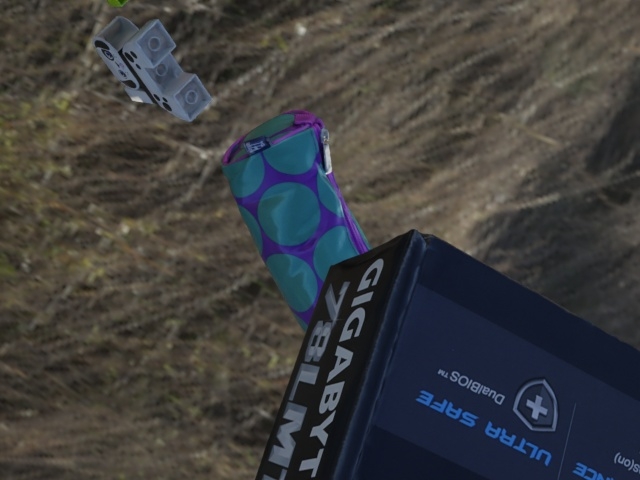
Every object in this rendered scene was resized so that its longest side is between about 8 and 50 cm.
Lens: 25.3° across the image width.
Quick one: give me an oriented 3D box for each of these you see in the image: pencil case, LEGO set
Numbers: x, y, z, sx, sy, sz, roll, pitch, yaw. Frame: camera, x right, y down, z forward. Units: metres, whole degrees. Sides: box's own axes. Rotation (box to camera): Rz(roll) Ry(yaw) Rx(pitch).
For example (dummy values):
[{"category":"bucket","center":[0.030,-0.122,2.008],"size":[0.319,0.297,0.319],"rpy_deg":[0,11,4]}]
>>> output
[{"category":"pencil case","center":[0.000,0.000,0.849],"size":[0.151,0.070,0.064],"rpy_deg":[63,26,-10]},{"category":"LEGO set","center":[-0.127,-0.178,0.758],"size":[0.087,0.093,0.227],"rpy_deg":[-48,125,-21]}]

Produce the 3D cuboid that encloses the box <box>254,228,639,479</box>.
[{"category":"box","center":[0.091,0.191,0.485],"size":[0.295,0.073,0.293],"rpy_deg":[29,64,-20]}]
